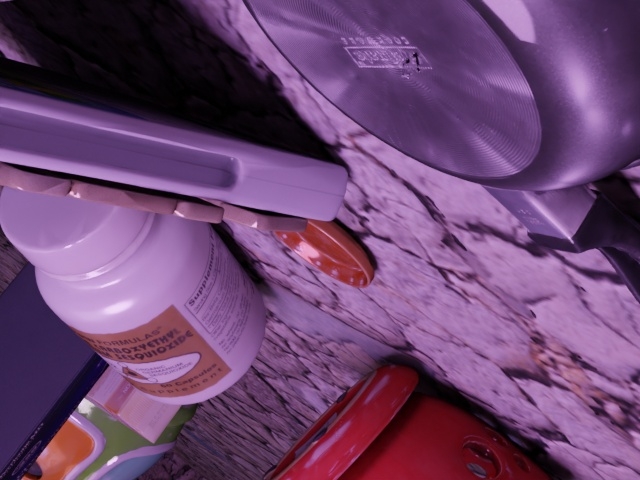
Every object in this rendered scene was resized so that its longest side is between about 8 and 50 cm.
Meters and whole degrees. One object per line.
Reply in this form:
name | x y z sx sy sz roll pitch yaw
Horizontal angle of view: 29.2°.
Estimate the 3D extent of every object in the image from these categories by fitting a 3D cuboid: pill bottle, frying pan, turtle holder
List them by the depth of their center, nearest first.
frying pan | 0.055 -0.047 0.470 0.197 0.053 0.326 27 159 34
pill bottle | -0.139 0.022 0.926 0.131 0.131 0.229 27 162 33
turtle holder | -0.292 0.195 1.560 0.243 0.227 0.320 31 -174 -15

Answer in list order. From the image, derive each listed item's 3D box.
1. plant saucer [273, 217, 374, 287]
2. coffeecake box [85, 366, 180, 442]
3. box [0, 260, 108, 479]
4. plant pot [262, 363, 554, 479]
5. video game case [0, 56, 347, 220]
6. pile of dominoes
plant saucer | 0.000 0.000 0.781 0.083 0.013 0.083 33 165 10
coffeecake box | -0.210 0.112 1.326 0.185 0.142 0.068 23 160 42
box | -0.247 0.094 1.130 0.103 0.261 0.184 36 165 3
plant pot | 0.061 0.199 0.923 0.174 0.191 0.191 46 165 1
video game case | -0.198 -0.082 0.665 0.300 0.036 0.329 9 -171 -45
pile of dominoes | -0.138 -0.029 0.684 0.196 0.040 0.251 11 -172 -40
